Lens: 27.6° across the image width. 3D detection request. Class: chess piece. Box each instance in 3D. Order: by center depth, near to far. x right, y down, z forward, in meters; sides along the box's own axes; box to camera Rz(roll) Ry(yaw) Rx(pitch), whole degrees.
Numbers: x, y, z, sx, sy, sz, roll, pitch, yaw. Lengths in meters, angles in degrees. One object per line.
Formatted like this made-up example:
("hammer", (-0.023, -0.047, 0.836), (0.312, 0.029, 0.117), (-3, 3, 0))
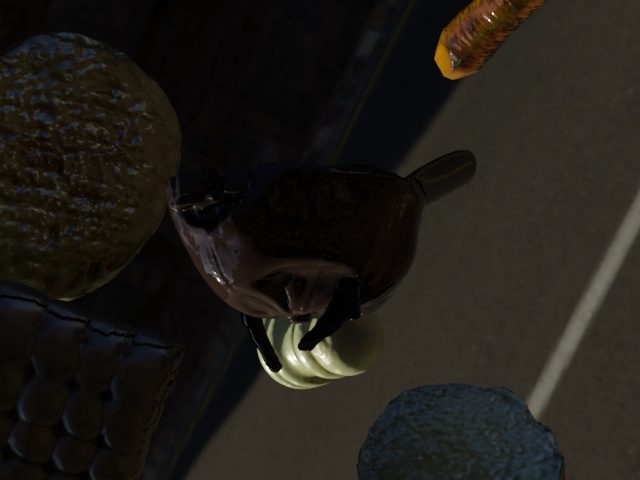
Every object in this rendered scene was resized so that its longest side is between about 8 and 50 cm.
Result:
("chess piece", (0.007, 0.129, 1.711), (0.133, 0.133, 0.243), (-69, 14, -12))

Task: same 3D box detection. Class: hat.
("hat", (0.020, 0.022, 1.295), (0.238, 0.336, 0.209), (-8, 89, 51))

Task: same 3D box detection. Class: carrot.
("carrot", (0.223, -0.273, 1.434), (0.314, 0.066, 0.066), (-40, 30, 53))

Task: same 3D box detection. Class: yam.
("yam", (0.174, 0.361, 1.449), (0.241, 0.241, 0.348), (-98, -5, -63))

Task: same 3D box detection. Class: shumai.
("shumai", (-0.406, -0.081, 1.920), (0.323, 0.324, 0.397), (-33, 38, 64))

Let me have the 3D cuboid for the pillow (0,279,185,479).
("pillow", (-0.306, 0.224, 1.463), (0.101, 0.228, 0.326), (-75, 5, -71))
